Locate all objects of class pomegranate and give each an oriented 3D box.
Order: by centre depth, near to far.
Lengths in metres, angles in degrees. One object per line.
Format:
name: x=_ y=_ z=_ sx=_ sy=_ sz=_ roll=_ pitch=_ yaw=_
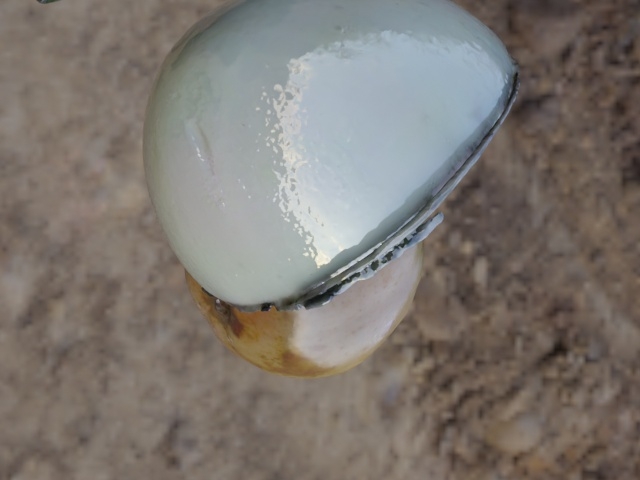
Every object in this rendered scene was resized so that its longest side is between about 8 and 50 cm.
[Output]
pomegranate: x=-0.010 y=0.009 z=1.346 sx=0.207 sy=0.207 sz=0.207 roll=0 pitch=90 yaw=-67

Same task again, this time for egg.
egg: x=-0.012 y=-0.099 z=1.121 sx=0.174 sy=0.264 sz=0.286 roll=53 pitch=34 yaw=-20

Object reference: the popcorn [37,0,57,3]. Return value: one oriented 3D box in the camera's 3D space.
popcorn: x=-0.154 y=-0.327 z=1.093 sx=0.321 sy=0.290 sz=0.325 roll=-15 pitch=139 yaw=-53
